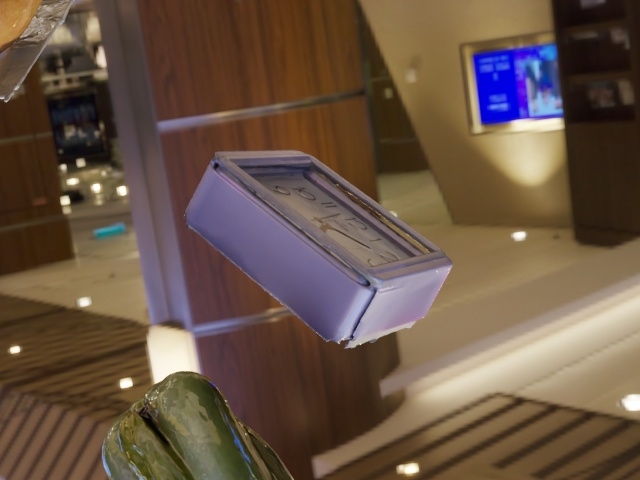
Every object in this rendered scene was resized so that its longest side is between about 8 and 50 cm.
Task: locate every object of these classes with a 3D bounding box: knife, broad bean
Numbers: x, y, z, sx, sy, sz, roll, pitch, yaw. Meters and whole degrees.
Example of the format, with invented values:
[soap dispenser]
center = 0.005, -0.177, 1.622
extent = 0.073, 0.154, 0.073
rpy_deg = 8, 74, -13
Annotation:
[knife]
center = -0.238, -0.208, 0.878
extent = 0.047, 0.017, 0.298
rpy_deg = -4, -141, 11
[broad bean]
center = -0.070, 0.198, 0.757
extent = 0.100, 0.228, 0.169
rpy_deg = -39, -143, 13

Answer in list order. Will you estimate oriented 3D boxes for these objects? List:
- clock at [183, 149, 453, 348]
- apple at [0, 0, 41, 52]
[clock]
center = 0.000, 0.000, 0.844
extent = 0.193, 0.073, 0.144
rpy_deg = 38, -156, 23
[apple]
center = -0.334, -0.234, 0.752
extent = 0.253, 0.253, 0.253
rpy_deg = -8, -170, 1
